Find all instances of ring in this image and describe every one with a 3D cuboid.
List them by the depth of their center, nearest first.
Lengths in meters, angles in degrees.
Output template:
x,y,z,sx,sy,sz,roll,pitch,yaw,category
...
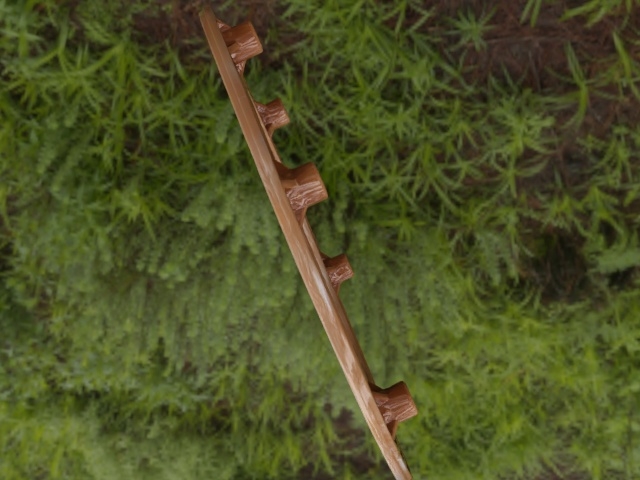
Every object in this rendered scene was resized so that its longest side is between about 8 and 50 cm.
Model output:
x,y,z,sx,sy,sz,roll,pitch,yaw,category
0.000,0.000,0.588,0.032,0.336,0.336,-24,148,1,ring
